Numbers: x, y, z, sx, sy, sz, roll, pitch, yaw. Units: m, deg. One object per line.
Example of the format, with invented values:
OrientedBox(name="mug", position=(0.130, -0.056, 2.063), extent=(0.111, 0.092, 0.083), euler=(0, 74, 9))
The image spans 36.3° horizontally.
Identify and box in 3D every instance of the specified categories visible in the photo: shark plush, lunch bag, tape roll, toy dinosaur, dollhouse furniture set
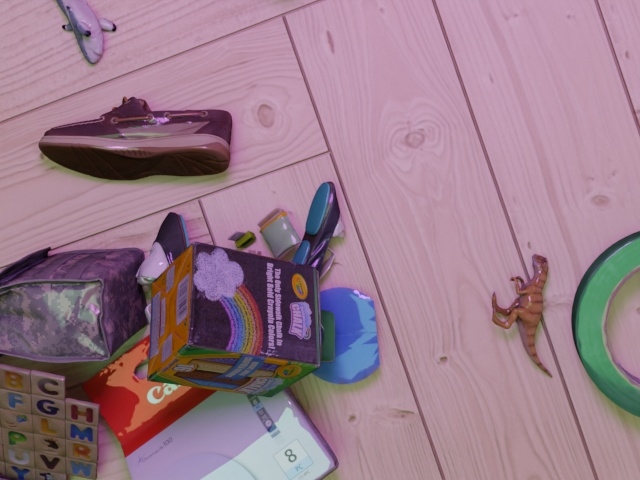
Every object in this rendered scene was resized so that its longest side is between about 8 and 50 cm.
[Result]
OrientedBox(name="shark plush", position=(-0.439, -0.388, 1.717), extent=(0.161, 0.073, 0.067), euler=(43, 129, -2))
OrientedBox(name="lunch bag", position=(-0.464, 0.105, 1.668), extent=(0.287, 0.235, 0.168), euler=(-2, 100, 8))
OrientedBox(name="tape roll", position=(0.580, 0.138, 1.602), extent=(0.321, 0.077, 0.321), euler=(1, 95, 7))
OrientedBox(name="toy dinosaur", position=(0.345, 0.130, 1.642), extent=(0.112, 0.064, 0.211), euler=(4, 96, 7))
OrientedBox(name="dollhouse furniture set", position=(-0.114, 0.010, 1.680), extent=(0.152, 0.059, 0.076), euler=(-38, 65, 24))

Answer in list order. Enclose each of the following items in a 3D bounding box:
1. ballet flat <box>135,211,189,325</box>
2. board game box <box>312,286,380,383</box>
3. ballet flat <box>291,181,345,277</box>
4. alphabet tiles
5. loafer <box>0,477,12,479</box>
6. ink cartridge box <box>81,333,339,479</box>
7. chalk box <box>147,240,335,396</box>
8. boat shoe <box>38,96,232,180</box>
OrientedBox(name="ballet flat", position=(-0.258, 0.086, 1.675), extent=(0.096, 0.095, 0.280), euler=(-8, 75, -27))
OrientedBox(name="board game box", position=(0.037, 0.165, 1.706), extent=(0.133, 0.033, 0.168), euler=(-6, 89, 14))
OrientedBox(name="ballet flat", position=(0.000, 0.000, 1.682), extent=(0.074, 0.074, 0.203), euler=(21, 93, 6))
OrientedBox(name="alphabet tiles", position=(-0.527, 0.327, 1.696), extent=(0.285, 0.011, 0.342), euler=(12, 133, -2))
OrientedBox(name="loafer", position=(-0.562, 0.501, 1.792), extent=(0.320, 0.112, 0.111), euler=(22, 138, -1))
OrientedBox(name="ink cartridge box", position=(-0.201, 0.319, 1.682), extent=(0.308, 0.091, 0.385), euler=(-36, 81, 1))
OrientedBox(name="chalk box", position=(-0.111, 0.139, 1.576), extent=(0.289, 0.179, 0.180), euler=(14, 59, -27))
OrientedBox(name="boat shoe", position=(-0.317, -0.186, 1.697), extent=(0.342, 0.123, 0.123), euler=(0, 65, 13))
